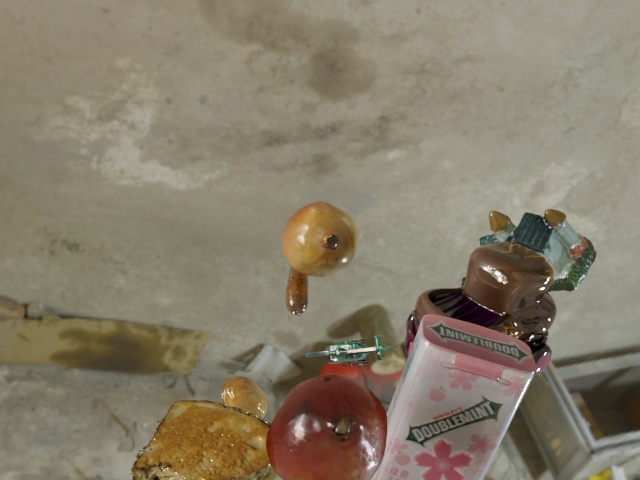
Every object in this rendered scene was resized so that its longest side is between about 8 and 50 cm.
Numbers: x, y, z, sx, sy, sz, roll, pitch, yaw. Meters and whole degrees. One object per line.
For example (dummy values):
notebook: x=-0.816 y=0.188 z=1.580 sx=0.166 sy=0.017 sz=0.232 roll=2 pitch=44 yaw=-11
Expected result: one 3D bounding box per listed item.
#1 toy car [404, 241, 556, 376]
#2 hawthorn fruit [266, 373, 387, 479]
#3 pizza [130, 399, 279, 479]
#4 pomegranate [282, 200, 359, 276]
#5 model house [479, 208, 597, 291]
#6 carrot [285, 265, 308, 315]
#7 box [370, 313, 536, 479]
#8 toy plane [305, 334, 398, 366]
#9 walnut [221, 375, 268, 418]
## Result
toy car: x=0.349 y=0.148 z=1.301 sx=0.341 sy=0.271 sz=0.240 roll=-17 pitch=124 yaw=-33
hawthorn fruit: x=0.012 y=0.264 z=0.818 sx=0.169 sy=0.168 sz=0.188 roll=-6 pitch=169 yaw=-12
pizza: x=-0.190 y=0.377 z=1.045 sx=0.223 sy=0.324 sz=0.089 roll=-33 pitch=121 yaw=-44
pomegranate: x=0.001 y=0.001 z=1.476 sx=0.192 sy=0.191 sz=0.191 roll=-9 pitch=139 yaw=-8
model house: x=0.551 y=0.000 z=1.632 sx=0.291 sy=0.184 sz=0.253 roll=44 pitch=153 yaw=-26
carrot: x=-0.059 y=0.107 z=1.591 sx=0.060 sy=0.186 sz=0.060 roll=1 pitch=146 yaw=1
box: x=0.205 y=0.319 z=1.040 sx=0.191 sy=0.112 sz=0.369 roll=18 pitch=115 yaw=3
toy plane: x=0.081 y=0.252 z=1.396 sx=0.235 sy=0.060 sz=0.096 roll=-15 pitch=160 yaw=36
walnut: x=-0.248 y=0.519 z=1.980 sx=0.144 sy=0.144 sz=0.180 roll=-30 pitch=104 yaw=16
